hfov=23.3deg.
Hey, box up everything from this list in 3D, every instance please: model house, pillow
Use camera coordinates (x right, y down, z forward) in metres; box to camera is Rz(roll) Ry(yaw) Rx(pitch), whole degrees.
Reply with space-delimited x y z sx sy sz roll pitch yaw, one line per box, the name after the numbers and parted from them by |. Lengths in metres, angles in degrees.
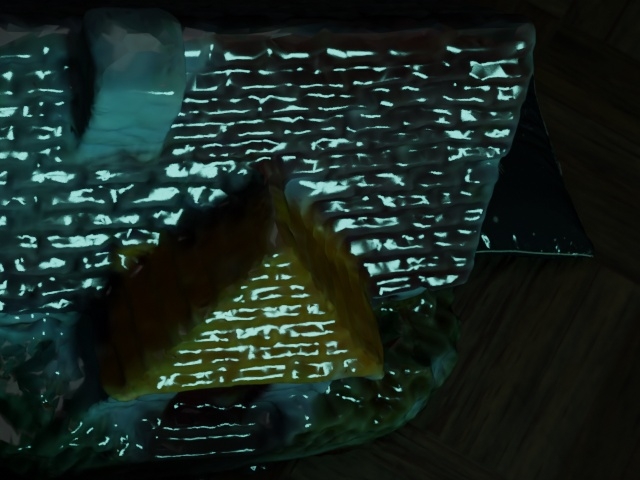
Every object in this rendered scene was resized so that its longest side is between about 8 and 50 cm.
-0.040 -0.035 0.913 0.360 0.339 0.297 -2 72 -19 | model house
0.119 -0.077 1.172 0.141 0.055 0.208 -1 59 -22 | pillow
